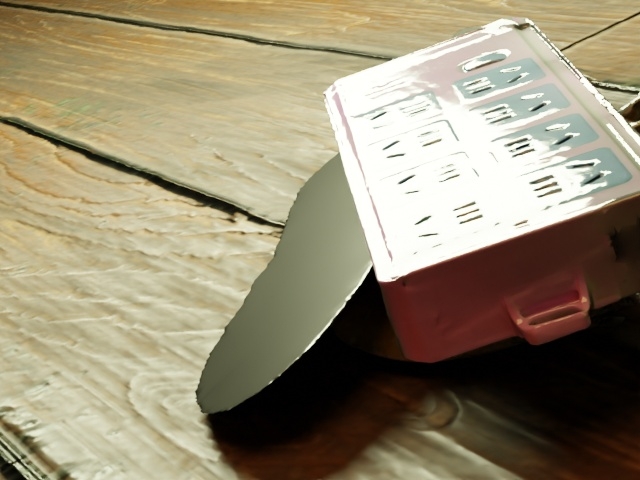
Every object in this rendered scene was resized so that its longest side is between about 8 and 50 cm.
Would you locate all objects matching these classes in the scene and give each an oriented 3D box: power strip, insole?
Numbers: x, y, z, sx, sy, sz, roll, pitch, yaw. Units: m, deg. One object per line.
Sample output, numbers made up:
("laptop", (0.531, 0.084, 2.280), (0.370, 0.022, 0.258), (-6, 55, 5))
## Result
("power strip", (0.065, -0.032, 0.642), (0.109, 0.037, 0.279), (-19, 21, 2))
("insole", (0.000, 0.000, 0.747), (0.109, 0.007, 0.322), (-36, 12, 18))

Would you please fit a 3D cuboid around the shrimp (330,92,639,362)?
("shrimp", (0.104, -0.011, 0.675), (0.219, 0.046, 0.152), (-27, 20, -9))
